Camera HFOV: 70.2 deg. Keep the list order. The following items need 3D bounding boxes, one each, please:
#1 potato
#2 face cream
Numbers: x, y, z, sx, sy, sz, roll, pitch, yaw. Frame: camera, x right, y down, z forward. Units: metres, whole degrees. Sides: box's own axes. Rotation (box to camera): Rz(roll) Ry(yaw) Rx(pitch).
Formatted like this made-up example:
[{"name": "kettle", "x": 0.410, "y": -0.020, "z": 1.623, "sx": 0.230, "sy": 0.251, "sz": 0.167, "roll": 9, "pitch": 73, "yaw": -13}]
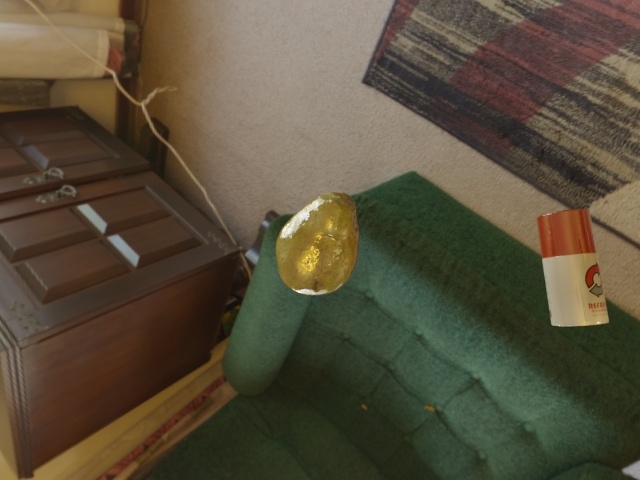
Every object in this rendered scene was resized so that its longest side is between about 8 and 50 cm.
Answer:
[{"name": "potato", "x": 0.000, "y": 0.000, "z": 0.854, "sx": 0.157, "sy": 0.157, "sz": 0.194, "roll": 33, "pitch": 114, "yaw": 26}, {"name": "face cream", "x": 0.480, "y": 0.053, "z": 0.875, "sx": 0.096, "sy": 0.096, "sz": 0.214, "roll": -12, "pitch": 80, "yaw": 43}]
